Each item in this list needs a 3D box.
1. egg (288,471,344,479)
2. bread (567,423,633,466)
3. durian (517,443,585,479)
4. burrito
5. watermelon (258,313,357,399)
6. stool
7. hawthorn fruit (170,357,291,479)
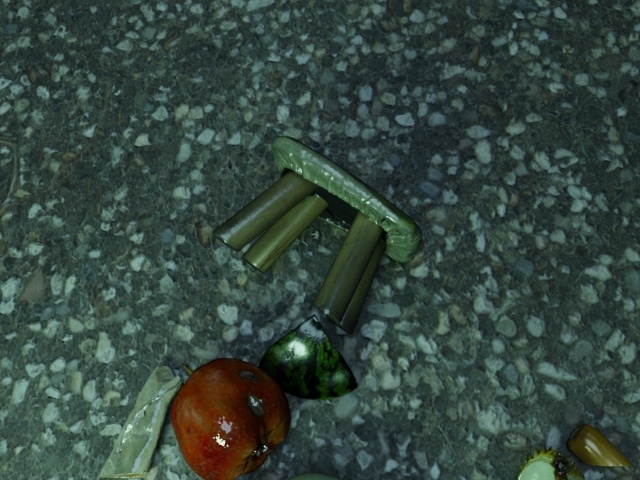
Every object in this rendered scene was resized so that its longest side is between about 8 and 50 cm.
[{"bbox_3d":[0.021,0.499,0.985,0.187,0.186,0.253,-32,69,-10],"label":"egg"},{"bbox_3d":[0.502,0.384,1.087,0.062,0.049,0.103,-41,73,-12],"label":"bread"},{"bbox_3d":[0.415,0.477,1.011,0.144,0.139,0.252,6,70,-1],"label":"durian"},{"bbox_3d":[-0.324,0.342,1.118,0.087,0.060,0.226,18,73,13],"label":"burrito"},{"bbox_3d":[-0.011,0.239,1.124,0.137,0.193,0.145,-16,65,-52],"label":"watermelon"},{"bbox_3d":[0.000,0.000,1.115,0.310,0.310,0.226,35,84,13],"label":"stool"},{"bbox_3d":[-0.178,0.290,1.069,0.207,0.207,0.243,-44,60,-13],"label":"hawthorn fruit"}]
